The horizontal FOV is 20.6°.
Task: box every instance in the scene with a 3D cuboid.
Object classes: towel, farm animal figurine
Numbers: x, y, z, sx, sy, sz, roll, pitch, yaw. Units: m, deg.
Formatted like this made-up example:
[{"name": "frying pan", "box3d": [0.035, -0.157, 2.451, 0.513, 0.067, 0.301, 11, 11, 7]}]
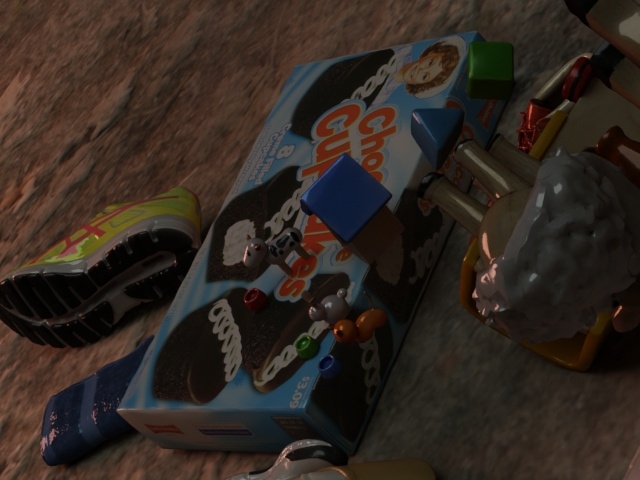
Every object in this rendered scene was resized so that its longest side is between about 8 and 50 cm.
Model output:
[{"name": "towel", "box3d": [-0.161, 0.122, 1.320, 0.119, 0.029, 0.067, -28, 37, 25]}, {"name": "farm animal figurine", "box3d": [0.238, -0.079, 0.832, 0.172, 0.327, 0.330, 42, 108, 19]}]

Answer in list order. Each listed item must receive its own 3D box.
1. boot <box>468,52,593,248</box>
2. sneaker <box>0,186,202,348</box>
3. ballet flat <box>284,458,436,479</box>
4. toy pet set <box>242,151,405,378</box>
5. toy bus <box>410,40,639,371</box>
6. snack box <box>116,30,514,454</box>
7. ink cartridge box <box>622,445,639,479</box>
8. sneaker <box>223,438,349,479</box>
[{"name": "boot", "box3d": [0.139, -0.047, 1.120, 0.158, 0.084, 0.059, -47, 34, 0]}, {"name": "sneaker", "box3d": [-0.174, 0.018, 1.419, 0.208, 0.081, 0.094, -19, 33, 25]}, {"name": "ballet flat", "box3d": [-0.037, 0.190, 1.061, 0.232, 0.073, 0.080, -36, 31, 14]}, {"name": "toy pet set", "box3d": [-0.002, 0.007, 1.126, 0.114, 0.065, 0.122, -46, 37, -6]}, {"name": "toy bus", "box3d": [0.164, -0.024, 1.047, 0.202, 0.104, 0.191, -12, 69, -3]}, {"name": "snack box", "box3d": [0.000, 0.000, 1.244, 0.187, 0.060, 0.322, -5, 49, 44]}, {"name": "ink cartridge box", "box3d": [0.210, 0.150, 0.746, 0.219, 0.092, 0.160, -95, 21, -51]}, {"name": "sneaker", "box3d": [-0.025, 0.161, 1.113, 0.109, 0.040, 0.044, -34, 28, 33]}]
